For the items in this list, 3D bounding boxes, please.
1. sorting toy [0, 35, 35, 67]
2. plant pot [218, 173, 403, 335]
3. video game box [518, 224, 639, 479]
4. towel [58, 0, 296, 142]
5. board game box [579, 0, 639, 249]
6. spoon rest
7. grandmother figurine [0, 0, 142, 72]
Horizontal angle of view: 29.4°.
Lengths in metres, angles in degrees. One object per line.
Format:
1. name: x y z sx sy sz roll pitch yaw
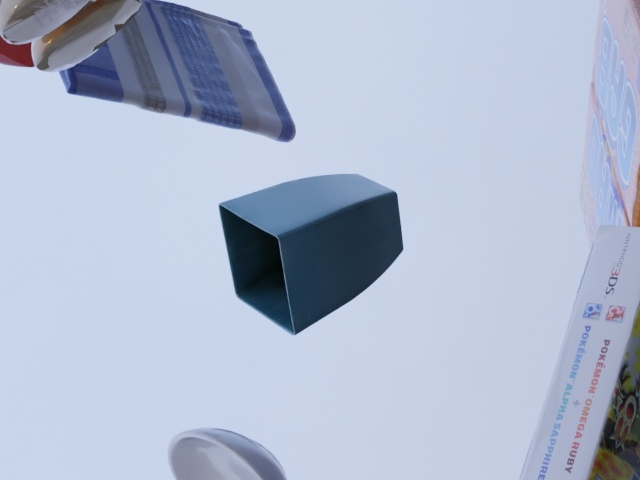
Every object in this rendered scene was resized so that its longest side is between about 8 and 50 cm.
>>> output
1. sorting toy: -0.265 -0.355 1.168 0.126 0.127 0.365 -55 -28 -72
2. plant pot: 0.000 0.000 1.826 0.234 0.165 0.166 -24 -58 -28
3. video game box: 0.202 0.120 0.767 0.205 0.048 0.187 45 -123 -46
4. towel: -0.172 -0.199 1.349 0.285 0.209 0.034 8 -49 -36
5. board game box: 0.494 -0.099 1.334 0.356 0.356 0.356 -82 -8 -57
6. spoon rest: -0.035 0.276 1.122 0.276 0.137 0.084 43 -128 -4
7. grandmother figurine: -0.234 -0.267 0.701 0.104 0.342 0.208 -32 -7 -10
